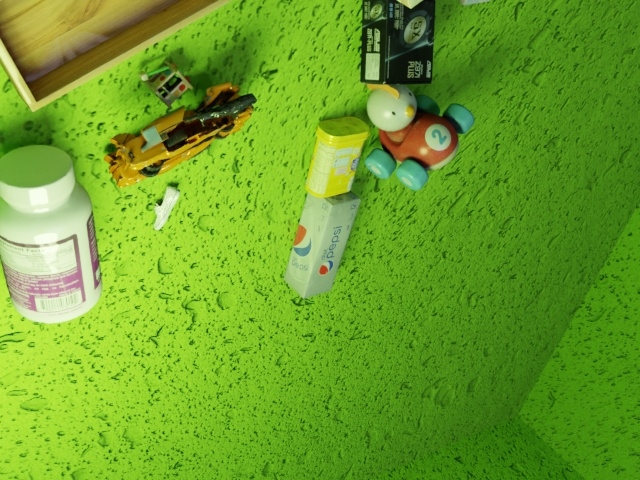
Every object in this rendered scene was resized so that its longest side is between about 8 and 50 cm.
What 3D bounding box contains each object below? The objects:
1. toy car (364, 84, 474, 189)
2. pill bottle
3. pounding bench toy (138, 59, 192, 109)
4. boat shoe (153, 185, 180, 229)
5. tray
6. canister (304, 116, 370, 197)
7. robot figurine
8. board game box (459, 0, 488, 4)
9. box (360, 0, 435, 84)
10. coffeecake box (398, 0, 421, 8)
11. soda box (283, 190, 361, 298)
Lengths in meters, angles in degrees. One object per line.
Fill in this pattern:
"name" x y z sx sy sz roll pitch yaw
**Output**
"toy car" 0.190 -0.279 1.850 0.219 0.210 0.238 -51 133 -12
"pill bottle" -0.484 -0.011 1.436 0.169 0.169 0.301 -23 138 -30
"pounding bench toy" -0.281 -0.293 1.468 0.065 0.052 0.083 -45 144 -3
"boat shoe" -0.323 -0.068 1.662 0.035 0.035 0.100 24 112 -24
"tray" -0.334 -0.398 1.299 0.411 0.076 0.202 -34 143 -16
"canister" 0.035 -0.189 1.869 0.126 0.073 0.169 -15 135 -36
"robot figurine" -0.252 -0.201 1.510 0.291 0.085 0.211 -33 -179 -25
"board game box" 0.366 -0.589 1.863 0.090 0.020 0.090 -19 135 -33
"box" 0.163 -0.421 1.718 0.147 0.078 0.180 -10 107 -40
"coffeecake box" 0.161 -0.543 1.560 0.142 0.185 0.068 -38 143 -12
"soda box" 0.000 0.000 1.998 0.098 0.091 0.286 -14 133 -39
